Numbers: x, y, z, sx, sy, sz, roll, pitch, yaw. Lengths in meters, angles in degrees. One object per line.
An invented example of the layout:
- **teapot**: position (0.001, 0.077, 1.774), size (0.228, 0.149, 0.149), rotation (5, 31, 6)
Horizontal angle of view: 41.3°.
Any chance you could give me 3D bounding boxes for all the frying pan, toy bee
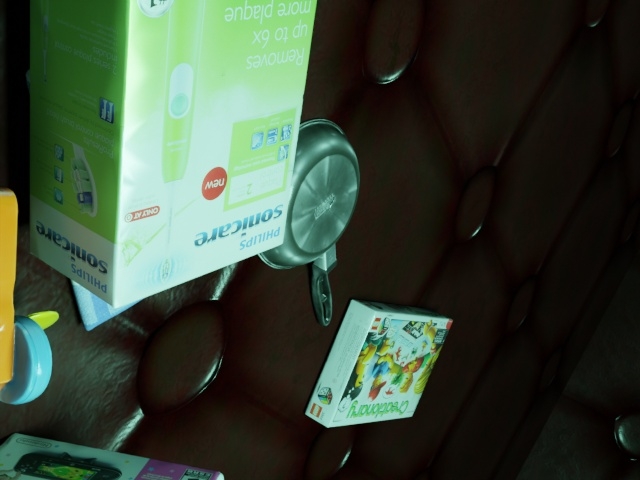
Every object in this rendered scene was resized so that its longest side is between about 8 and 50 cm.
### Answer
- **frying pan**: position (-0.018, 0.006, 1.090), size (0.197, 0.053, 0.326), rotation (-22, 126, -47)
- **toy bee**: position (-0.305, 0.108, 0.662), size (0.195, 0.162, 0.299), rotation (31, 60, -50)

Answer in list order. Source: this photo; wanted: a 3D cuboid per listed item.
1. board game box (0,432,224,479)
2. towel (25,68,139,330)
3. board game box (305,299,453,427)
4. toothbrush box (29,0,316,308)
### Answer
- **board game box**: position (-0.232, 0.293, 0.693), size (0.303, 0.223, 0.098), rotation (-56, 150, -65)
- **towel**: position (-0.168, -0.069, 0.823), size (0.209, 0.034, 0.285), rotation (-35, 138, -39)
- **board game box**: position (0.105, 0.202, 1.399), size (0.305, 0.053, 0.193), rotation (13, 101, -58)
- **toothbrush box**: position (-0.122, -0.116, 0.710), size (0.206, 0.122, 0.283), rotation (-21, 130, -48)
